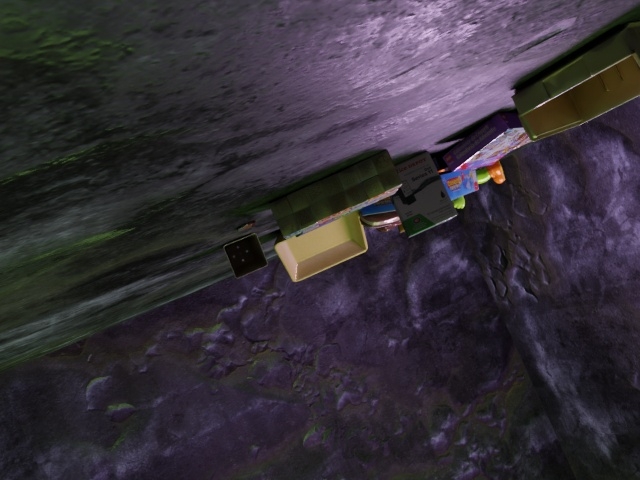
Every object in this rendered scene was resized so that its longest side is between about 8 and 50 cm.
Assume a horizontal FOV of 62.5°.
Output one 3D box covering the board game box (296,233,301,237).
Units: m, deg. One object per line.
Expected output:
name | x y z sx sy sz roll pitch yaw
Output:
board game box | 0.020 -0.089 1.692 0.194 0.060 0.194 -24 177 -22

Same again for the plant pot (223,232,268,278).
plant pot | -0.240 0.044 1.642 0.109 0.109 0.096 -23 -170 -16

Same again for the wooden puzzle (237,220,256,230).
wooden puzzle | -0.195 -0.037 1.388 0.049 0.006 0.083 -23 177 -13

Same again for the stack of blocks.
stack of blocks | 0.036 -0.102 1.266 0.297 0.087 0.171 -24 178 0

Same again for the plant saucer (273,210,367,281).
plant saucer | 0.000 0.000 2.007 0.332 0.081 0.333 -24 150 -2

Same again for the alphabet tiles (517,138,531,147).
alphabet tiles | 0.719 -0.383 1.943 0.342 0.011 0.285 -24 166 1

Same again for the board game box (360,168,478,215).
board game box | 0.333 -0.169 1.784 0.308 0.086 0.301 -8 -172 36

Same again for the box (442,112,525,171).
box | 0.511 -0.291 1.546 0.293 0.057 0.201 -16 161 -49

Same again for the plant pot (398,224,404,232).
plant pot | 0.465 -0.175 2.499 0.212 0.187 0.212 -25 177 34

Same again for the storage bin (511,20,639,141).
storage bin | 0.591 -0.338 1.121 0.260 0.123 0.262 -22 177 -37

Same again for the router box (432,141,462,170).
router box | 0.450 -0.284 1.744 0.133 0.046 0.179 -23 177 -29

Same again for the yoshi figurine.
yoshi figurine | 0.575 -0.240 2.213 0.361 0.203 0.203 -22 -175 15

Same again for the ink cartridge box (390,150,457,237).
ink cartridge box | 0.285 -0.134 1.543 0.152 0.209 0.087 -25 174 3

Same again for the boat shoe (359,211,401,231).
boat shoe | 0.247 -0.081 1.980 0.342 0.123 0.123 -25 141 -54
